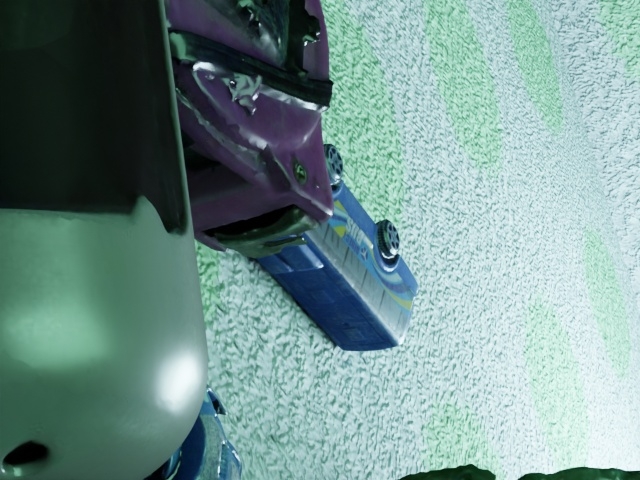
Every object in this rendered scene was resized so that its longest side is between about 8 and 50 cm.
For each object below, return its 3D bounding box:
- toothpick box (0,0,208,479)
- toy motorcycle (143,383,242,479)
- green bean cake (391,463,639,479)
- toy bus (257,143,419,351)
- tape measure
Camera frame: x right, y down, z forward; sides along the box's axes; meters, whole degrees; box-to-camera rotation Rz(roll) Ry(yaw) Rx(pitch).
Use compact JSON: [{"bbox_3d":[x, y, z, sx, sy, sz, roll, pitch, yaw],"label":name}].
[{"bbox_3d":[-0.162,-0.011,0.470,0.229,0.229,0.317,22,54,-60],"label":"toothpick box"},{"bbox_3d":[-0.077,0.161,0.713,0.114,0.076,0.205,-70,139,-61],"label":"toy motorcycle"},{"bbox_3d":[0.185,0.271,0.908,0.300,0.307,0.169,34,45,-56],"label":"green bean cake"},{"bbox_3d":[0.002,0.001,0.947,0.236,0.079,0.094,49,37,-42],"label":"toy bus"},{"bbox_3d":[-0.079,-0.135,0.767,0.245,0.149,0.232,32,52,-50],"label":"tape measure"}]
